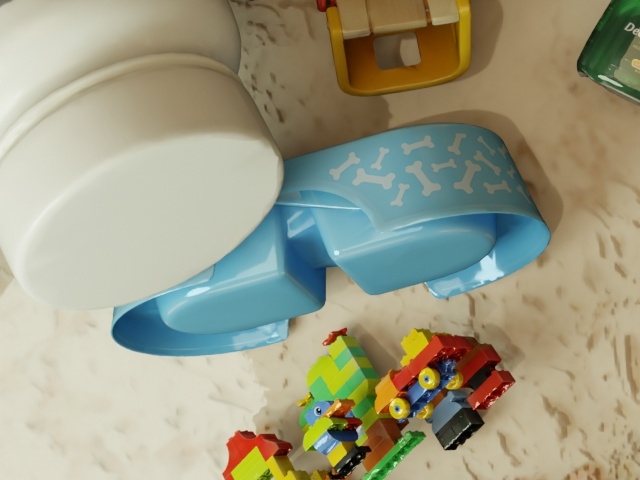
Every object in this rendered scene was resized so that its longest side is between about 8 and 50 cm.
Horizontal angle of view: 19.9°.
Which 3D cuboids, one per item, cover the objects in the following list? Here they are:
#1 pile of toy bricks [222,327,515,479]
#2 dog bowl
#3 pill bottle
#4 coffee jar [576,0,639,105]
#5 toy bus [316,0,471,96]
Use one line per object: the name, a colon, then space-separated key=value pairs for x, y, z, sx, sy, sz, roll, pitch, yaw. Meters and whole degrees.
pile of toy bricks: x=0.025 y=0.111 z=1.253 sx=0.212 sy=0.118 sz=0.105 roll=-47 pitch=58 yaw=27
dog bowl: x=0.000 y=0.000 z=1.207 sx=0.297 sy=0.166 sz=0.074 roll=-15 pitch=70 yaw=12
pill bottle: x=-0.173 y=-0.149 z=1.133 sx=0.204 sy=0.204 sz=0.361 roll=-35 pitch=64 yaw=12
coffee jar: x=0.246 y=-0.172 z=1.181 sx=0.096 sy=0.079 sz=0.184 roll=26 pitch=100 yaw=7
toy bus: x=0.039 y=-0.194 z=1.201 sx=0.191 sy=0.104 sz=0.202 roll=34 pitch=71 yaw=19
